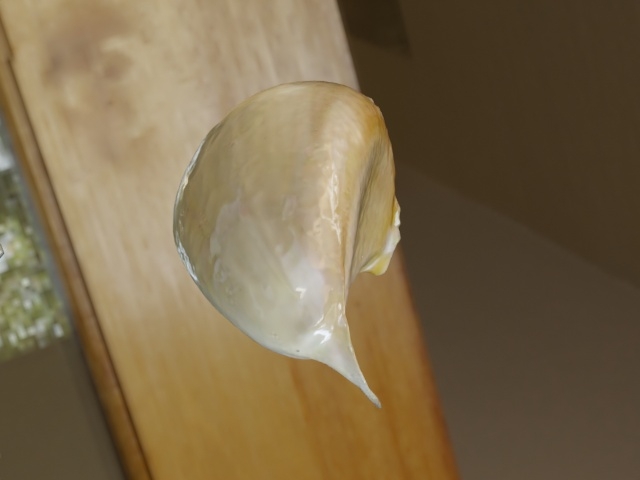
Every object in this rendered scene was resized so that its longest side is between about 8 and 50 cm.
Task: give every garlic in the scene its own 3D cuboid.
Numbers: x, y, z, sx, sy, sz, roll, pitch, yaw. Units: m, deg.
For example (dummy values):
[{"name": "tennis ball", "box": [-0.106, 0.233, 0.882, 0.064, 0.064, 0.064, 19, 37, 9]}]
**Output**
[{"name": "garlic", "box": [-0.009, -0.008, 1.052, 0.145, 0.164, 0.245, -35, -164, 18]}]

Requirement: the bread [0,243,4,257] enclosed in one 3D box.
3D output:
[{"name": "bread", "box": [-0.258, 0.030, 0.801, 0.178, 0.240, 0.135, -11, 165, 22]}]
